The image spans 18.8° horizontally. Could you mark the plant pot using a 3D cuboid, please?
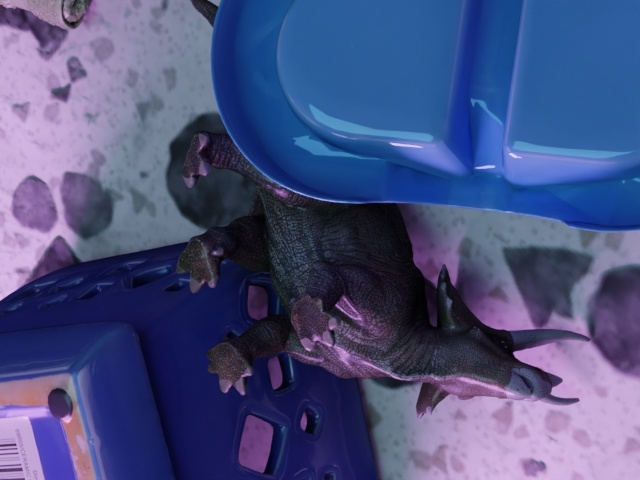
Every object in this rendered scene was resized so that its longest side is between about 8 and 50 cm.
[{"bbox_3d":[-0.123,0.136,1.201,0.236,0.212,0.236,-8,98,37],"label":"plant pot"}]

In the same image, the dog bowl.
[{"bbox_3d":[0.093,-0.088,1.017,0.297,0.074,0.166,6,83,17],"label":"dog bowl"}]

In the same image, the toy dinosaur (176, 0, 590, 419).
[{"bbox_3d":[0.000,0.000,1.128,0.121,0.160,0.313,-48,67,35],"label":"toy dinosaur"}]

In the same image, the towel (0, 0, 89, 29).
[{"bbox_3d":[-0.192,-0.220,1.269,0.110,0.027,0.148,20,113,31],"label":"towel"}]
